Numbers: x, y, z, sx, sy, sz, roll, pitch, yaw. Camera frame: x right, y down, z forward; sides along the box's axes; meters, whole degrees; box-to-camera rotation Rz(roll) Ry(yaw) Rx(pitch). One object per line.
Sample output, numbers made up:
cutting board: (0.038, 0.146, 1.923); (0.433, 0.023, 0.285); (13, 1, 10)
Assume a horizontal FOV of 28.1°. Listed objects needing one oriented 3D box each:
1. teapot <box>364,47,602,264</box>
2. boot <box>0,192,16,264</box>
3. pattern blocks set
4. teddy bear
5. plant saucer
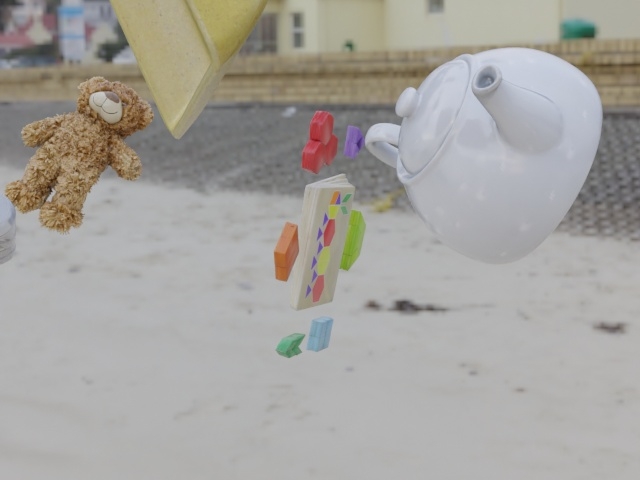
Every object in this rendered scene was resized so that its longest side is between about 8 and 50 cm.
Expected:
teapot: (0.163, -0.108, 1.371); (0.187, 0.256, 0.252); (25, 32, -13)
boot: (-0.523, 0.000, 1.656); (0.258, 0.095, 0.123); (-1, -33, -9)
pattern blocks set: (0.000, 0.000, 1.739); (0.026, 0.325, 0.285); (14, -1, 21)
teddy bear: (-0.466, -0.172, 2.464); (0.245, 0.338, 0.113); (44, -10, 27)
plant saucer: (-0.139, -0.273, 1.067); (0.081, 0.333, 0.333); (-24, 0, -12)
